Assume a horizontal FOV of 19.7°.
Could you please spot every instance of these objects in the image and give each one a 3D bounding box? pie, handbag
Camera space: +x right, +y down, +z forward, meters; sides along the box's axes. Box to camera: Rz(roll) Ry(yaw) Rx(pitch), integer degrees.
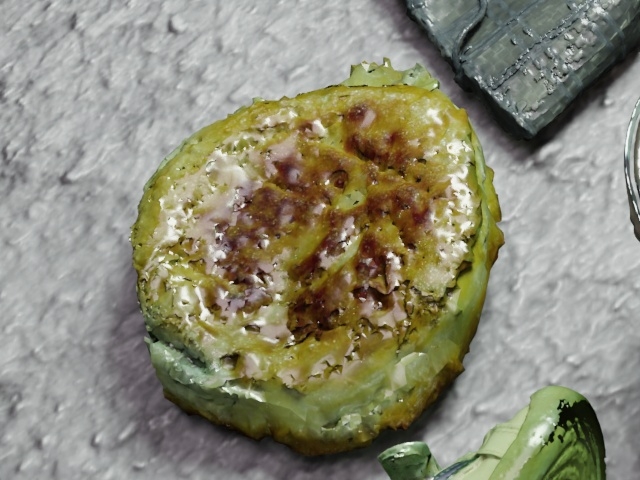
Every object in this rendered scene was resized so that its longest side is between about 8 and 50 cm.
[{"bbox_3d":[0.000,0.000,1.451,0.288,0.103,0.355,-11,56,13],"label":"pie"},{"bbox_3d":[0.163,-0.213,1.576,0.175,0.089,0.270,-34,55,-2],"label":"handbag"}]

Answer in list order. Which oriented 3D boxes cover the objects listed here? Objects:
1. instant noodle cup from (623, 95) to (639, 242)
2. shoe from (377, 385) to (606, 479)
[{"bbox_3d":[0.365,-0.001,1.292,0.296,0.214,0.296,-7,55,10],"label":"instant noodle cup"},{"bbox_3d":[0.097,0.201,1.262,0.128,0.140,0.262,24,67,24],"label":"shoe"}]
